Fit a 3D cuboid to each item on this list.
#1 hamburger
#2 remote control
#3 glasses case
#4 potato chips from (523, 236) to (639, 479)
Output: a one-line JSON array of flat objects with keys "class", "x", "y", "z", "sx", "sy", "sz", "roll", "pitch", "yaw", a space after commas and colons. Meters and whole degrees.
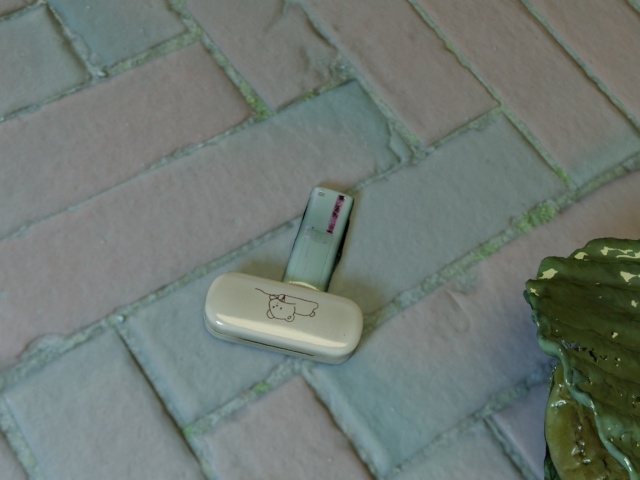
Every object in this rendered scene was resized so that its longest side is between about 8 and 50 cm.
[{"class": "hamburger", "x": 0.390, "y": 0.234, "z": 1.086, "sx": 0.266, "sy": 0.134, "sz": 0.284, "roll": -11, "pitch": 63, "yaw": -14}, {"class": "remote control", "x": 0.000, "y": 0.000, "z": 1.219, "sx": 0.065, "sy": 0.029, "sz": 0.166, "roll": 17, "pitch": 59, "yaw": 2}, {"class": "glasses case", "x": -0.046, "y": 0.096, "z": 1.145, "sx": 0.196, "sy": 0.050, "sz": 0.083, "roll": 12, "pitch": 57, "yaw": -2}, {"class": "potato chips", "x": 0.406, "y": 0.120, "z": 1.039, "sx": 0.389, "sy": 0.097, "sz": 0.373, "roll": -10, "pitch": 49, "yaw": -24}]
